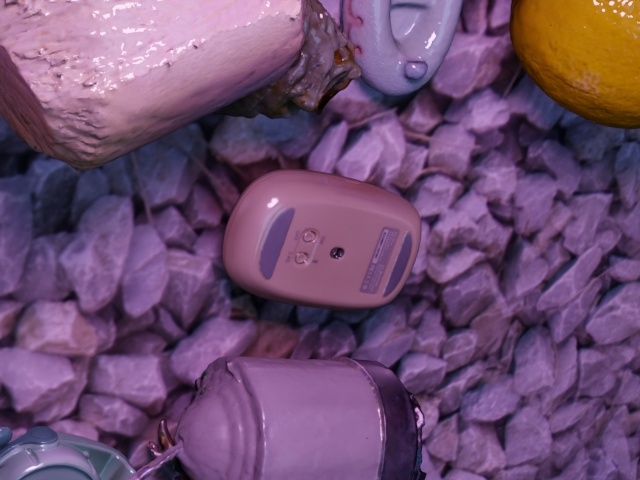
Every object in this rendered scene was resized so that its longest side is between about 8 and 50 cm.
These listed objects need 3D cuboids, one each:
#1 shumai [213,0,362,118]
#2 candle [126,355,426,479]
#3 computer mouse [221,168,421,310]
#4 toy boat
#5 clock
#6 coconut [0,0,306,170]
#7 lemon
[{"bbox_3d":[-0.036,-0.206,1.367,0.142,0.184,0.184,-19,124,-52],"label":"shumai"},{"bbox_3d":[-0.062,0.215,1.513,0.330,0.187,0.187,4,110,-32],"label":"candle"},{"bbox_3d":[0.000,0.000,1.512,0.236,0.082,0.145,8,107,-36],"label":"computer mouse"},{"bbox_3d":[0.091,-0.247,1.458,0.134,0.079,0.208,-1,111,-34],"label":"toy boat"},{"bbox_3d":[-0.291,0.268,1.473,0.188,0.060,0.148,26,97,-37],"label":"clock"},{"bbox_3d":[-0.150,-0.235,1.179,0.309,0.297,0.297,-34,126,-16],"label":"coconut"},{"bbox_3d":[0.304,-0.245,1.497,0.219,0.240,0.240,21,101,-15],"label":"lemon"}]
